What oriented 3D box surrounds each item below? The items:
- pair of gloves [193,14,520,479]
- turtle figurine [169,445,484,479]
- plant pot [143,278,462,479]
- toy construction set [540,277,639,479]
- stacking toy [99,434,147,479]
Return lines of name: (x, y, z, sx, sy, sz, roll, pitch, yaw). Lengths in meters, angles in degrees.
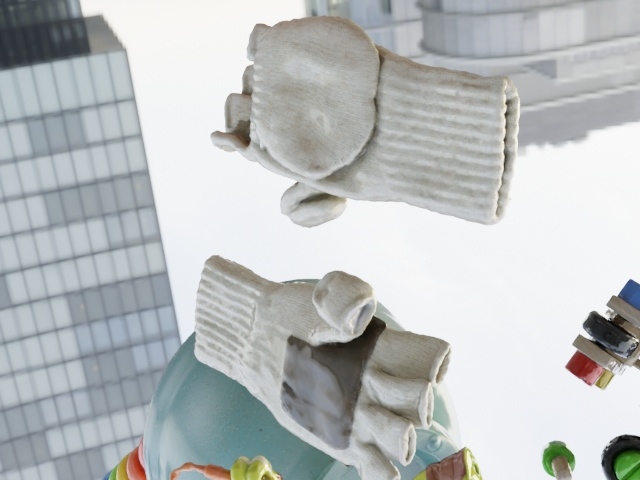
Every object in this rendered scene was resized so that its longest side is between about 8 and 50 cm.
pair of gloves: (0.000, 0.000, 0.579, 0.042, 0.240, 0.204, -7, -154, -44)
turtle figurine: (0.027, 0.239, 0.730, 0.217, 0.270, 0.087, -22, -169, 9)
plant pot: (0.012, 0.204, 0.935, 0.293, 0.293, 0.196, -17, -155, -22)
toy construction set: (0.382, 0.099, 1.131, 0.257, 0.309, 0.237, 8, -171, 5)
stacking toy: (-0.292, 0.394, 1.677, 0.141, 0.330, 0.141, 17, -134, -19)
